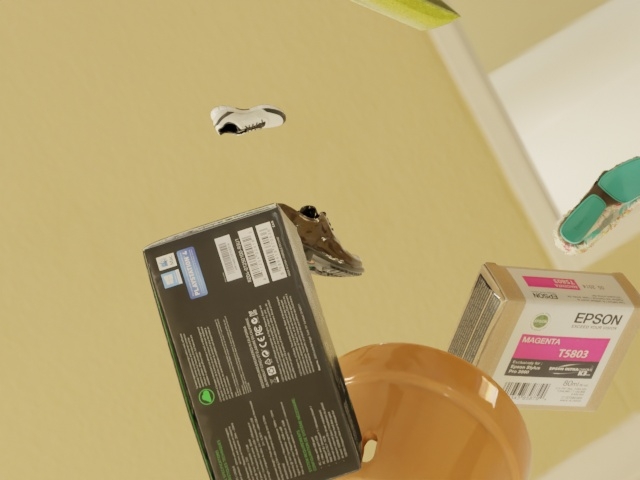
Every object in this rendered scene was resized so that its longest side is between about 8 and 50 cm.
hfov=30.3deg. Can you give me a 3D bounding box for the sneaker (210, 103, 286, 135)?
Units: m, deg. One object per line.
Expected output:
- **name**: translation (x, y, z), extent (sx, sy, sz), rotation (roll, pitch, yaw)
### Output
- **sneaker**: translation (-0.103, -0.169, 1.710), extent (0.109, 0.040, 0.044), rotation (-4, -131, -7)

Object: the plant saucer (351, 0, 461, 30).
- **plant saucer**: translation (0.072, -0.347, 1.603), extent (0.045, 0.188, 0.188), rotation (-62, -148, 20)

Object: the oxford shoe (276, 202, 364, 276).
- **oxford shoe**: translation (0.000, 0.000, 1.752), extent (0.082, 0.227, 0.096), rotation (-1, -107, 33)

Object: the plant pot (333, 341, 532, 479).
- **plant pot**: translation (0.086, 0.294, 1.371), extent (0.290, 0.291, 0.203), rotation (-22, -161, 29)

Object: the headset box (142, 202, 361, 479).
- **headset box**: translation (-0.055, 0.109, 1.153), extent (0.131, 0.246, 0.283), rotation (-18, 177, 1)

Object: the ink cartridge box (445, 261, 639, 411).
- **ink cartridge box**: translation (0.307, 0.138, 1.642), extent (0.234, 0.193, 0.088), rotation (4, -147, -22)

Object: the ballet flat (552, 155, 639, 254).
- **ballet flat**: translation (0.498, -0.060, 2.067), extent (0.241, 0.091, 0.077), rotation (-37, 158, -9)
